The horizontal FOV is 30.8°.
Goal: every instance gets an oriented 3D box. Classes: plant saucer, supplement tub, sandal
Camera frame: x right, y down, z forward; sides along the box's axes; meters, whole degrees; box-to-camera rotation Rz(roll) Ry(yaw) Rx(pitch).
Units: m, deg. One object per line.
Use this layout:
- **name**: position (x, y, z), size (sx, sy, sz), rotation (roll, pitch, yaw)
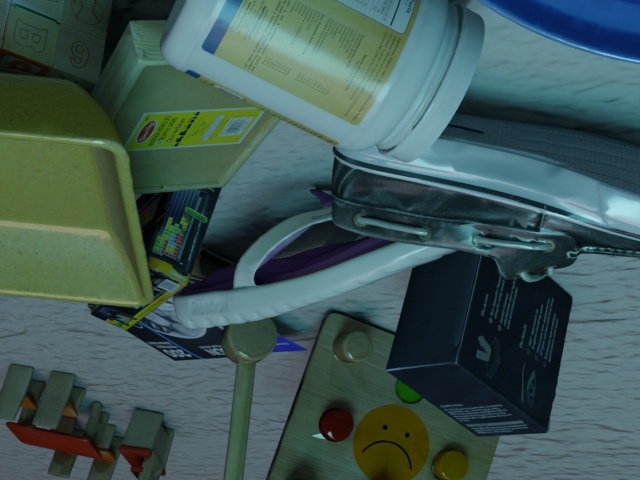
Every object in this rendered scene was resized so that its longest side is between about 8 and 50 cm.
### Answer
- **plant saucer**: position (-0.306, -0.050, 0.953), size (0.333, 0.081, 0.332), rotation (6, 157, -2)
- **supplement tub**: position (0.001, -0.152, 0.835), size (0.200, 0.144, 0.144), rotation (25, 150, -15)
- **sandal**: position (-0.008, 0.004, 1.146), size (0.416, 0.169, 0.102), rotation (-19, 94, 38)

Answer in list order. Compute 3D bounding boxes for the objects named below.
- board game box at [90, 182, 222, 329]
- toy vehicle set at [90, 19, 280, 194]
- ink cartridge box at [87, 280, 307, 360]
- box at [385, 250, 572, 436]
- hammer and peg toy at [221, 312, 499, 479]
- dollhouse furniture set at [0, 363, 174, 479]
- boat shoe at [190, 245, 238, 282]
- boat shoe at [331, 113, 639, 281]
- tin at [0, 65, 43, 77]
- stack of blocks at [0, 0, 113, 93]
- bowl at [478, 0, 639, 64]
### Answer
- **board game box**: position (-0.168, 0.002, 1.192), size (0.048, 0.141, 0.170), rotation (26, 150, -20)
- **toy vehicle set**: position (-0.118, -0.108, 1.003), size (0.166, 0.035, 0.267), rotation (-6, 162, -28)
- **ink cartridge box**: position (-0.156, 0.110, 1.453), size (0.208, 0.045, 0.206), rotation (34, 155, -30)
- **box**: position (0.163, 0.093, 1.169), size (0.093, 0.156, 0.158), rotation (-13, 139, 43)
- **hammer and peg toy**: position (0.029, 0.231, 1.373), size (0.361, 0.265, 0.127), rotation (21, 169, -10)
- **dollhouse furniture set**: position (-0.382, 0.333, 1.884), size (0.259, 0.135, 0.262), rotation (8, 150, 15)
- **boat shoe**: position (-0.142, 0.026, 1.318), size (0.137, 0.049, 0.043), rotation (28, 146, -25)
- **boat shoe**: position (0.170, -0.027, 0.957), size (0.335, 0.121, 0.119), rotation (14, 116, 12)
- **tin**: position (-0.297, -0.112, 0.955), size (0.190, 0.040, 0.106), rotation (11, 152, -15)
- **stack of blocks**: position (-0.345, -0.184, 0.952), size (0.297, 0.087, 0.171), rotation (20, 153, -32)
- **bowl**: position (0.217, -0.246, 0.633), size (0.391, 0.077, 0.391), rotation (13, 151, 7)
